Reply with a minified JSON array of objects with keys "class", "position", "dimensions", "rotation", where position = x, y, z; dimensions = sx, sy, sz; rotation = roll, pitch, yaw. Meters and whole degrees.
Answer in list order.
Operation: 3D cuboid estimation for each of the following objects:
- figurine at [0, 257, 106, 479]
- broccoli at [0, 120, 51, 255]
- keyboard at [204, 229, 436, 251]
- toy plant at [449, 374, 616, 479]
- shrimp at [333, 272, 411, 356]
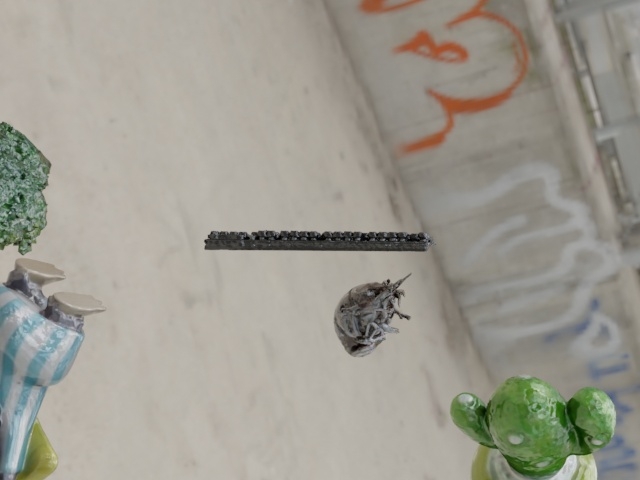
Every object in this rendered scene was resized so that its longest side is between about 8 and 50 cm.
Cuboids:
[{"class":"figurine","position":[-0.503,0.177,1.547],"dimensions":[0.377,0.266,0.361],"rotation":[21,98,-53]},{"class":"broccoli","position":[-0.375,-0.012,1.144],"dimensions":[0.308,0.308,0.275],"rotation":[-68,144,-63]},{"class":"keyboard","position":[0.000,0.000,1.104],"dimensions":[0.060,0.195,0.018],"rotation":[-6,96,-79]},{"class":"toy plant","position":[0.297,0.285,1.811],"dimensions":[0.316,0.224,0.184],"rotation":[80,20,-52]},{"class":"shrimp","position":[0.053,0.072,1.265],"dimensions":[0.065,0.056,0.165],"rotation":[50,-27,1]}]
